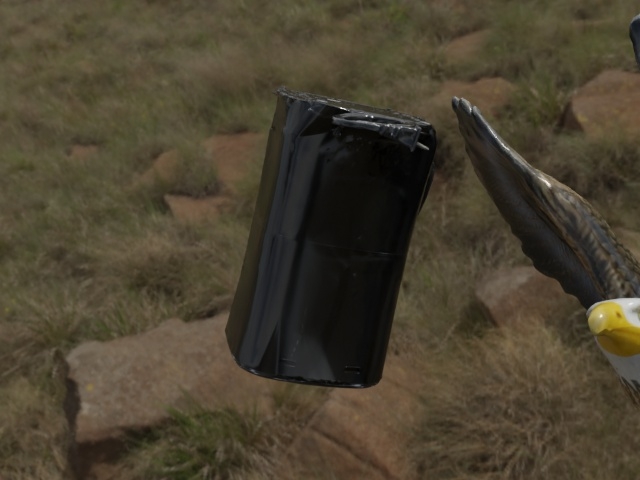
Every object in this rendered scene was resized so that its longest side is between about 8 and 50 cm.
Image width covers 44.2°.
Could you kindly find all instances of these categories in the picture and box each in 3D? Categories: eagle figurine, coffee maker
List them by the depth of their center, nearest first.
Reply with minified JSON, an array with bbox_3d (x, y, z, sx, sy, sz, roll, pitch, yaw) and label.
[{"bbox_3d":[0.188,0.036,0.413,0.226,0.225,0.299,-3,67,11],"label":"eagle figurine"},{"bbox_3d":[0.000,0.000,0.506,0.120,0.178,0.171,13,12,8],"label":"coffee maker"}]
